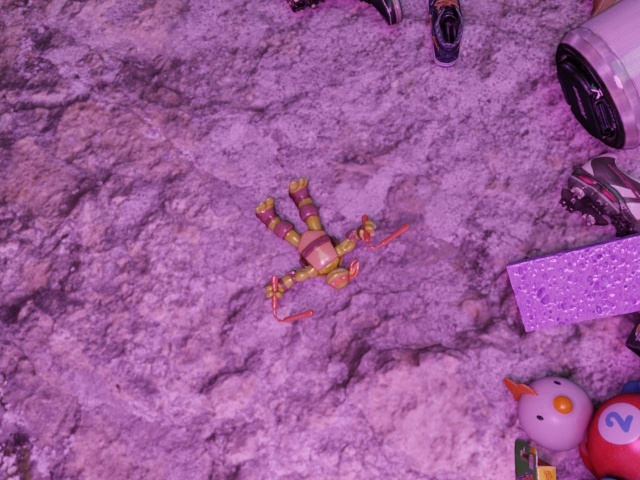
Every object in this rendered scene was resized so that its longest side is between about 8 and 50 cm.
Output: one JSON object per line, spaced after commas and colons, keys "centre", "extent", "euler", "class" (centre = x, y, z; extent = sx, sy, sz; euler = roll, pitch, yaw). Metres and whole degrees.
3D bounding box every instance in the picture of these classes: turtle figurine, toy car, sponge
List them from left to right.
{"centre": [0.000, 0.000, 1.023], "extent": [0.270, 0.087, 0.217], "euler": [-36, 70, 5], "class": "turtle figurine"}
{"centre": [0.385, 0.269, 0.891], "extent": [0.238, 0.210, 0.219], "euler": [25, 70, 21], "class": "toy car"}
{"centre": [0.420, 0.069, 0.955], "extent": [0.210, 0.031, 0.117], "euler": [-16, 93, 23], "class": "sponge"}

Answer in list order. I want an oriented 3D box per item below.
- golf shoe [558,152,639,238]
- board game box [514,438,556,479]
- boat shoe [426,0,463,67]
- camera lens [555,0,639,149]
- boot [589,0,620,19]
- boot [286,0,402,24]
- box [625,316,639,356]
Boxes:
{"centre": [0.535, -0.033, 0.984], "extent": [0.120, 0.105, 0.273], "euler": [-41, 80, -14], "class": "golf shoe"}
{"centre": [0.322, 0.438, 0.888], "extent": [0.039, 0.124, 0.259], "euler": [-2, 78, 3], "class": "board game box"}
{"centre": [0.233, -0.418, 1.093], "extent": [0.065, 0.083, 0.183], "euler": [-3, 78, 4], "class": "boat shoe"}
{"centre": [0.541, -0.294, 0.953], "extent": [0.274, 0.219, 0.219], "euler": [-30, 77, 12], "class": "camera lens"}
{"centre": [0.477, -0.501, 1.086], "extent": [0.204, 0.095, 0.261], "euler": [27, 80, 9], "class": "boot"}
{"centre": [0.032, -0.464, 1.120], "extent": [0.179, 0.085, 0.236], "euler": [-29, 71, 0], "class": "boot"}
{"centre": [0.618, 0.140, 0.905], "extent": [0.270, 0.060, 0.216], "euler": [36, 83, -16], "class": "box"}
